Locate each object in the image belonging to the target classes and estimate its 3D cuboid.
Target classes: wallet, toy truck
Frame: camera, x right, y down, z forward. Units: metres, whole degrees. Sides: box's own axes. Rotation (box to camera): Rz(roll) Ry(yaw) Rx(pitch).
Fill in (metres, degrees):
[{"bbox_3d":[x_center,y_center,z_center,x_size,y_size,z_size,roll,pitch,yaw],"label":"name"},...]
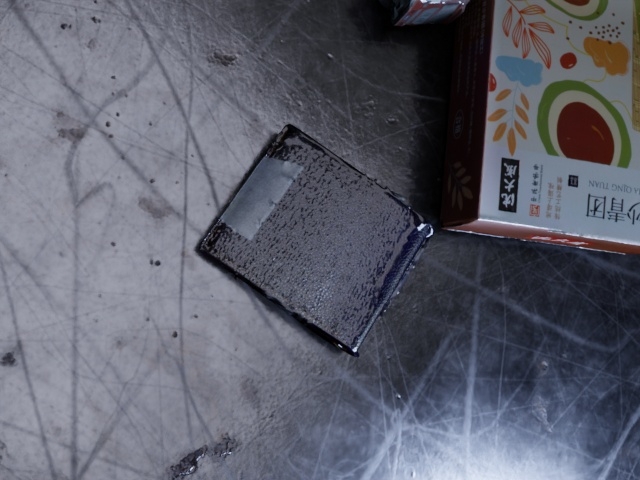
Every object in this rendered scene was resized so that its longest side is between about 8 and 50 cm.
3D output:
[{"bbox_3d":[0.000,0.000,1.115,0.262,0.071,0.220,35,80,-10],"label":"wallet"},{"bbox_3d":[0.149,-0.449,1.174,0.135,0.114,0.270,-4,85,-15],"label":"toy truck"}]

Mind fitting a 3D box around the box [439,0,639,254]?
[{"bbox_3d":[0.368,-0.190,1.220,0.345,0.122,0.385,7,84,-19],"label":"box"}]
